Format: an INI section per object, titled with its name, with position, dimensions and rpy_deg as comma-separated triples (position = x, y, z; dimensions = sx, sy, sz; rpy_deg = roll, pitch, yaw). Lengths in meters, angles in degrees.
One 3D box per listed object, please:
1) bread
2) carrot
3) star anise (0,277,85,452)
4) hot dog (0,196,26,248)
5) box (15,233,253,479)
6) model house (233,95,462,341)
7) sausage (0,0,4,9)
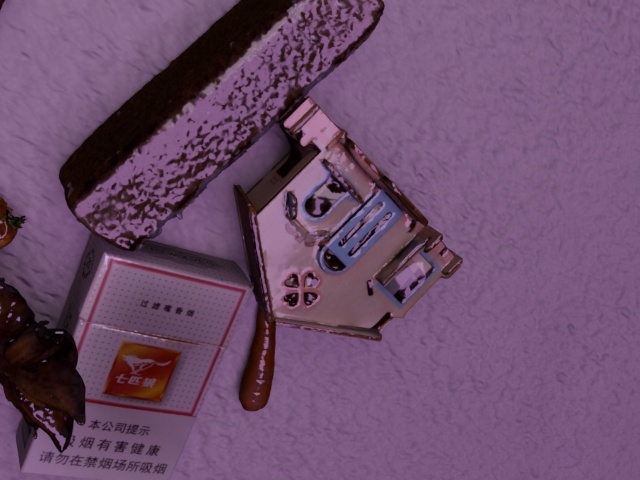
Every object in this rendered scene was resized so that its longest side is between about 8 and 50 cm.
[bread]
position = -0.120, -0.167, 0.981
dimensions = 0.416, 0.165, 0.113
rpy_deg = -42, 122, 0
[carrot]
position = -0.086, 0.156, 1.230
dimensions = 0.048, 0.048, 0.216
rpy_deg = 2, 109, -25
[star anise]
position = -0.338, 0.124, 0.979
dimensions = 0.103, 0.272, 0.271
rpy_deg = -33, 128, -40
[hot dog]
position = -0.440, -0.002, 0.981
dimensions = 0.188, 0.055, 0.072
rpy_deg = -25, 125, -12
[box]
position = -0.254, 0.164, 1.125
dimensions = 0.210, 0.095, 0.330
rpy_deg = 16, 105, -30
[model house]
position = 0.000, 0.000, 1.096
dimensions = 0.244, 0.169, 0.326
rpy_deg = -43, 116, 3
[sausage]
position = -0.362, -0.324, 0.805
dimensions = 0.152, 0.152, 0.279
rpy_deg = 8, 111, -27
